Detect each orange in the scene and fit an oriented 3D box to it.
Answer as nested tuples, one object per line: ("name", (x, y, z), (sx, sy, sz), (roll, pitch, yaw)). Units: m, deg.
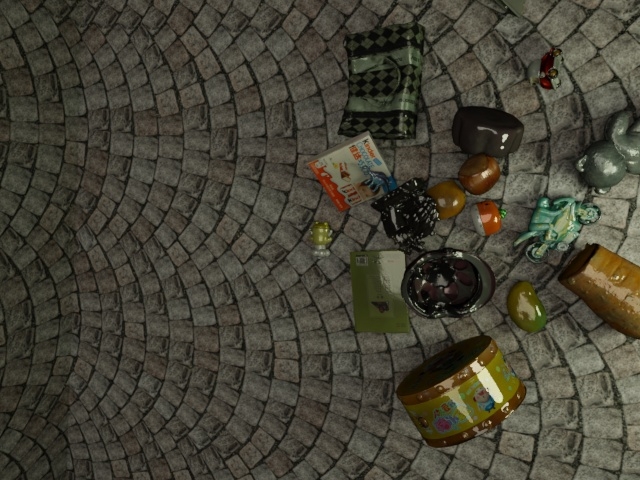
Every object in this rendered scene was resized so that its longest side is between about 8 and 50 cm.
("orange", (0.473, -0.148, 1.761), (0.160, 0.112, 0.169), (23, 115, 15))

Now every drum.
("drum", (0.499, 0.540, 1.664), (0.431, 0.431, 0.214), (-34, 82, 19))

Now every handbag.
("handbag", (0.224, -0.601, 1.764), (0.317, 0.180, 0.415), (9, 100, 30))

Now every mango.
("mango", (0.767, 0.253, 1.720), (0.122, 0.086, 0.190), (-30, 76, 30))

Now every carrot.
("carrot", (1.013, 0.174, 1.549), (0.341, 0.224, 0.224), (41, 107, 14))

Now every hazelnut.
("hazelnut", (0.591, -0.241, 1.693), (0.151, 0.150, 0.150), (2, 97, 19))

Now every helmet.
("helmet", (0.474, 0.151, 1.744), (0.339, 0.197, 0.270), (-17, 99, 13))

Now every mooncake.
("mooncake", (0.589, -0.388, 1.626), (0.245, 0.245, 0.133), (14, 122, 17))

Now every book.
("book", (0.246, 0.212, 1.914), (0.240, 0.035, 0.351), (-3, 96, 21))

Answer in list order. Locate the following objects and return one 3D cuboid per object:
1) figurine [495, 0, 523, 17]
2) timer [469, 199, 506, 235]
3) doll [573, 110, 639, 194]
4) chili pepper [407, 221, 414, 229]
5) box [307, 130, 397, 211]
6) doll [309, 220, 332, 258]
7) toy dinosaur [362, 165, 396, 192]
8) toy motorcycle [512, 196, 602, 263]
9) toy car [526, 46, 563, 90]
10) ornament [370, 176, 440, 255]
("figurine", (0.686, -0.952, 1.561), (0.343, 0.167, 0.284), (30, 114, -8))
("timer", (0.631, -0.087, 1.713), (0.136, 0.099, 0.136), (7, 111, 18))
("doll", (1.019, -0.312, 1.552), (0.340, 0.158, 0.246), (-46, 112, 3))
("chili pepper", (0.345, -0.092, 1.836), (0.182, 0.050, 0.073), (31, 126, 21))
("box", (0.130, -0.265, 1.811), (0.265, 0.048, 0.273), (-23, 127, 20))
("doll", (0.000, 0.000, 1.959), (0.106, 0.062, 0.162), (6, 98, 22))
("toy dinosaur", (0.221, -0.230, 1.777), (0.080, 0.198, 0.045), (-46, 37, 18))
("toy motorcycle", (0.834, -0.056, 1.646), (0.198, 0.109, 0.296), (45, 106, 11))
("toy car", (0.785, -0.599, 1.608), (0.112, 0.112, 0.139), (8, 89, 34))
("ornament", (0.348, -0.081, 1.756), (0.251, 0.106, 0.260), (-34, 83, 33))
